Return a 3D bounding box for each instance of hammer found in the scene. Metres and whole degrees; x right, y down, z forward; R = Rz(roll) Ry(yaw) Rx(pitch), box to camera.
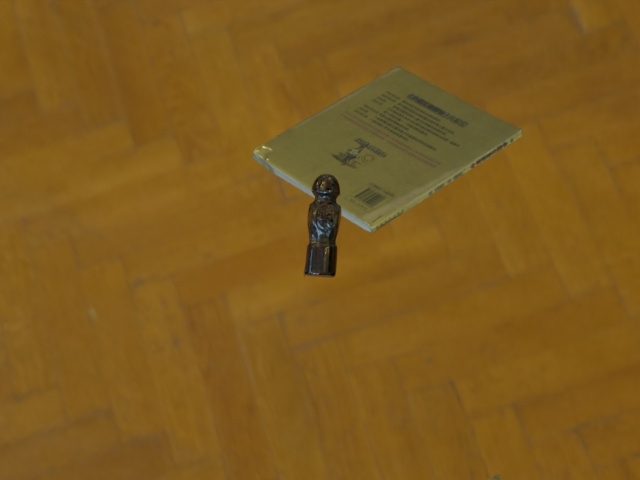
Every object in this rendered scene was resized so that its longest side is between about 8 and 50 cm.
[{"bbox_3d":[0.000,0.000,1.146,0.021,0.178,0.065,4,83,-1],"label":"hammer"}]

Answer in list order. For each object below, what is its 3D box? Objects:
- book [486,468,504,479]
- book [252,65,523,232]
[{"bbox_3d":[-0.036,0.287,0.910,0.371,0.043,0.260,-36,17,10],"label":"book"},{"bbox_3d":[0.060,-0.088,1.574,0.192,0.013,0.168,-32,44,-28],"label":"book"}]
